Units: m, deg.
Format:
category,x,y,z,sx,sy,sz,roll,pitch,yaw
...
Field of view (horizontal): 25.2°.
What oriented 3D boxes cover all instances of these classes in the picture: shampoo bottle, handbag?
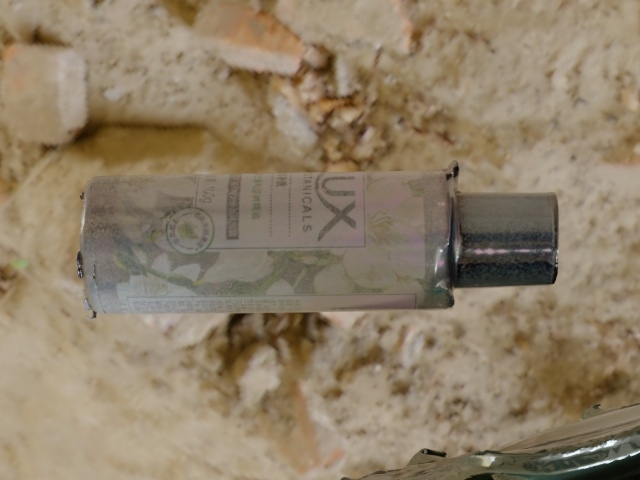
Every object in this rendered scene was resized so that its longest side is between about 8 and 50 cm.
category,x,y,z,sx,sy,sz,roll,pitch,yaw
shampoo bottle,0.000,0.000,0.655,0.214,0.072,0.072,-1,135,1
handbag,0.152,0.115,0.725,0.260,0.248,0.079,144,110,-70
